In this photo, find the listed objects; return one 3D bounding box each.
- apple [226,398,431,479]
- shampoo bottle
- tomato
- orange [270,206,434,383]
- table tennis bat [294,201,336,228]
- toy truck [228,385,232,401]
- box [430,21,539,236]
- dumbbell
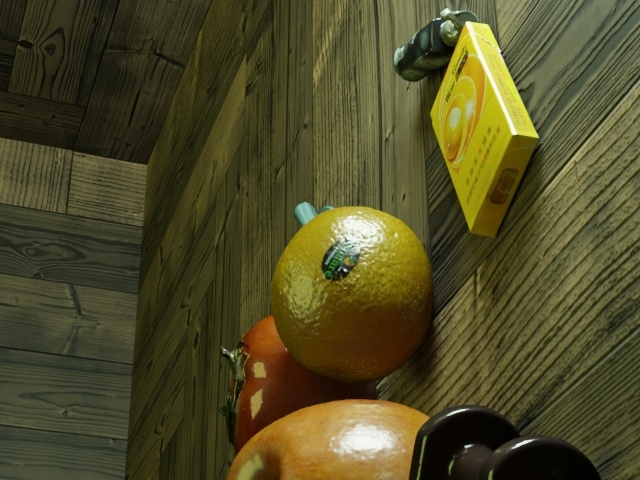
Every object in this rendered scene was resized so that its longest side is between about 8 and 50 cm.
[{"bbox_3d":[0.031,0.329,1.593,0.299,0.275,0.299,-164,90,-72],"label":"apple"},{"bbox_3d":[0.160,-0.275,1.864,0.208,0.063,0.057,152,117,-69],"label":"shampoo bottle"},{"bbox_3d":[-0.036,0.230,1.952,0.256,0.224,0.256,-174,90,-76],"label":"tomato"},{"bbox_3d":[0.043,0.073,1.785,0.236,0.236,0.236,-170,90,-74],"label":"orange"},{"bbox_3d":[0.000,0.000,2.312,0.244,0.040,0.153,-120,41,-59],"label":"table tennis bat"},{"bbox_3d":[-0.128,0.312,2.490,0.202,0.074,0.088,-152,68,-74],"label":"toy truck"},{"bbox_3d":[0.200,-0.145,1.688,0.269,0.043,0.152,-103,28,-52],"label":"box"},{"bbox_3d":[0.183,0.250,1.368,0.225,0.124,0.140,-174,93,-74],"label":"dumbbell"}]
